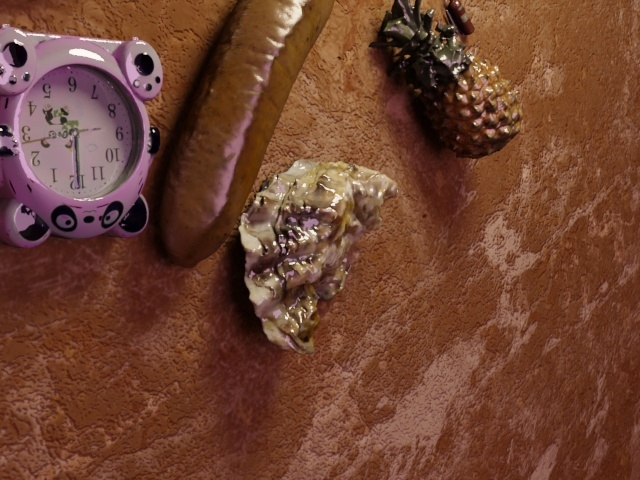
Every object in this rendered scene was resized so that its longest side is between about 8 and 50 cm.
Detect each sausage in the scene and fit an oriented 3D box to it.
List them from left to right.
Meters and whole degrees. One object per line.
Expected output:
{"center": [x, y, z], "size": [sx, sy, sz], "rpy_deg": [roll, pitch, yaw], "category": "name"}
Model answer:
{"center": [-0.107, -0.200, 1.112], "size": [0.136, 0.123, 0.500], "rpy_deg": [61, 47, -65], "category": "sausage"}

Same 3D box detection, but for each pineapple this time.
{"center": [0.216, -0.299, 1.399], "size": [0.340, 0.169, 0.169], "rpy_deg": [47, 61, -32], "category": "pineapple"}

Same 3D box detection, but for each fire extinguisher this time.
{"center": [0.255, -0.427, 1.522], "size": [0.046, 0.032, 0.100], "rpy_deg": [-39, 125, 4], "category": "fire extinguisher"}

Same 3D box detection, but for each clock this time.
{"center": [-0.297, -0.120, 0.953], "size": [0.228, 0.090, 0.247], "rpy_deg": [-7, 99, -44], "category": "clock"}

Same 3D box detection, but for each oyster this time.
{"center": [0.001, 0.000, 1.230], "size": [0.351, 0.115, 0.237], "rpy_deg": [-41, 119, -35], "category": "oyster"}
